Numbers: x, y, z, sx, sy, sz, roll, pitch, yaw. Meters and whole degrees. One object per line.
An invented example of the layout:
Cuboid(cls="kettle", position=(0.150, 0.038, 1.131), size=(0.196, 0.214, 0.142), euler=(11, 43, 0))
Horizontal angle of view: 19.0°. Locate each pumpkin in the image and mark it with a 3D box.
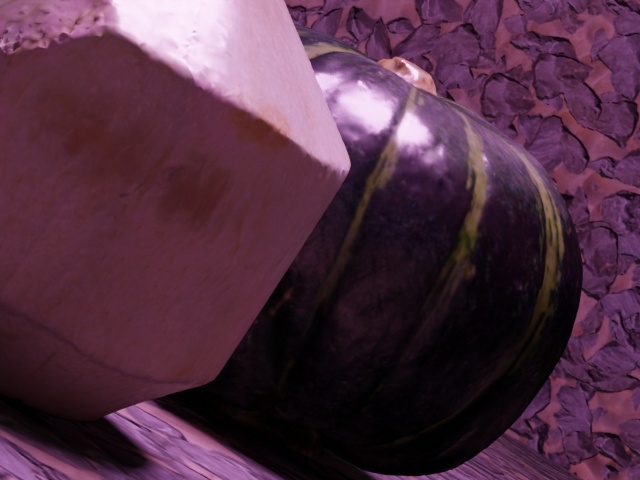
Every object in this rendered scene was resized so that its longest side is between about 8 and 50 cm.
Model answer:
Cuboid(cls="pumpkin", position=(0.000, 0.000, 1.166), size=(0.323, 0.241, 0.323), euler=(31, -2, 1))

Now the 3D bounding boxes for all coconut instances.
Cuboid(cls="coconut", position=(-0.107, -0.051, 0.830), size=(0.241, 0.241, 0.241), euler=(31, 0, 0))
